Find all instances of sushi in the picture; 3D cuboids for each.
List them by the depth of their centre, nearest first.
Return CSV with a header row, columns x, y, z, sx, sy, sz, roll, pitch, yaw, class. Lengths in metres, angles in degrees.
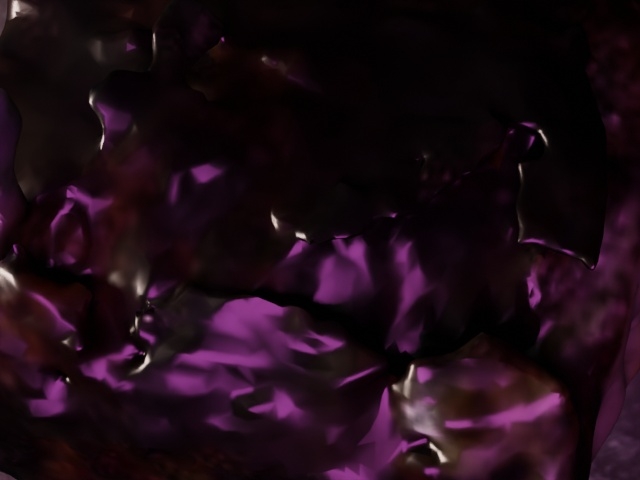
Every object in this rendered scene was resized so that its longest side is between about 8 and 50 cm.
x,y,z,sx,sy,sz,roll,pitch,yaw,class
-0.002,0.000,0.547,0.294,0.299,0.281,13,137,0,sushi
